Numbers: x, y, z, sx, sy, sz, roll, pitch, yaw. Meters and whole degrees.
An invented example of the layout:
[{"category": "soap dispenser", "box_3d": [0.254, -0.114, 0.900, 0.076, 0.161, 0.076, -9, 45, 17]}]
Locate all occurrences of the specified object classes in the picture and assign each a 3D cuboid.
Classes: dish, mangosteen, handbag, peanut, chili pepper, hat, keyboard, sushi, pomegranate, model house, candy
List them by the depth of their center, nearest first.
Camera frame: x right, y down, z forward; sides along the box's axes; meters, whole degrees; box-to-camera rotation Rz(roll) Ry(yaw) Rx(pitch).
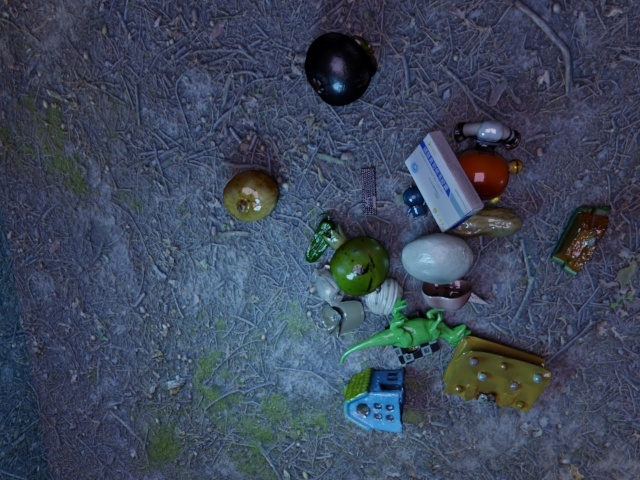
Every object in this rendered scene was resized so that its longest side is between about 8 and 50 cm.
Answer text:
[{"category": "mangosteen", "box_3d": [0.092, -0.685, 1.605, 0.302, 0.275, 0.275, -41, 92, -16]}, {"category": "peanut", "box_3d": [0.649, -0.072, 1.667, 0.313, 0.149, 0.149, 2, 103, 10]}, {"category": "candy", "box_3d": [0.474, 0.080, 1.675, 0.295, 0.295, 0.185, -1, 60, 12]}, {"category": "dish", "box_3d": [0.531, 0.235, 1.739, 0.213, 0.213, 0.091, -4, 110, 13]}, {"category": "pomegranate", "box_3d": [0.147, 0.080, 1.763, 0.260, 0.260, 0.341, -43, 87, 17]}, {"category": "keyboard", "box_3d": [0.211, -0.212, 1.793, 0.061, 0.013, 0.205, -1, 103, 13]}, {"category": "pomegranate", "box_3d": [-0.302, -0.192, 1.794, 0.248, 0.248, 0.248, 3, 103, 11]}, {"category": "handbag", "box_3d": [0.763, 0.601, 1.796, 0.400, 0.133, 0.283, 15, 117, 0]}, {"category": "chili pepper", "box_3d": [-0.002, -0.003, 1.855, 0.100, 0.074, 0.257, 28, 108, 4]}, {"category": "sushi", "box_3d": [0.413, 0.438, 1.882, 0.192, 0.050, 0.215, -26, 100, 1]}, {"category": "model house", "box_3d": [0.245, 0.722, 1.890, 0.303, 0.237, 0.216, -5, 100, 15]}, {"category": "hat", "box_3d": [0.104, 0.347, 1.929, 0.173, 0.144, 0.166, -17, 99, -29]}]

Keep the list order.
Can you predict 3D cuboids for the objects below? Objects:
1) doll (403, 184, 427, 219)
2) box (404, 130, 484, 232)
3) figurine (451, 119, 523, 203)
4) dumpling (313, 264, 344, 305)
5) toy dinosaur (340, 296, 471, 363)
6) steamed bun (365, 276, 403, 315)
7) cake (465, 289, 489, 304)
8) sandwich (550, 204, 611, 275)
[{"category": "doll", "box_3d": [0.399, -0.164, 1.732, 0.114, 0.085, 0.152, -17, 109, 26]}, {"category": "box", "box_3d": [0.467, -0.224, 1.590, 0.065, 0.200, 0.344, -17, 73, -24]}, {"category": "figurine", "box_3d": [0.620, -0.291, 1.593, 0.319, 0.196, 0.323, 10, 94, 11]}, {"category": "dumpling", "box_3d": [0.045, 0.195, 1.873, 0.136, 0.118, 0.199, -28, 87, -23]}, {"category": "toy dinosaur", "box_3d": [0.370, 0.454, 1.826, 0.500, 0.144, 0.374, -42, 117, 17]}, {"category": "steamed bun", "box_3d": [0.281, 0.252, 1.839, 0.182, 0.106, 0.183, 2, 102, 10]}, {"category": "cake", "box_3d": [0.668, 0.253, 1.787, 0.121, 0.052, 0.065, 30, 101, 3]}, {"category": "sandwich", "box_3d": [0.998, -0.001, 1.589, 0.109, 0.212, 0.292, 26, 121, 20]}]
